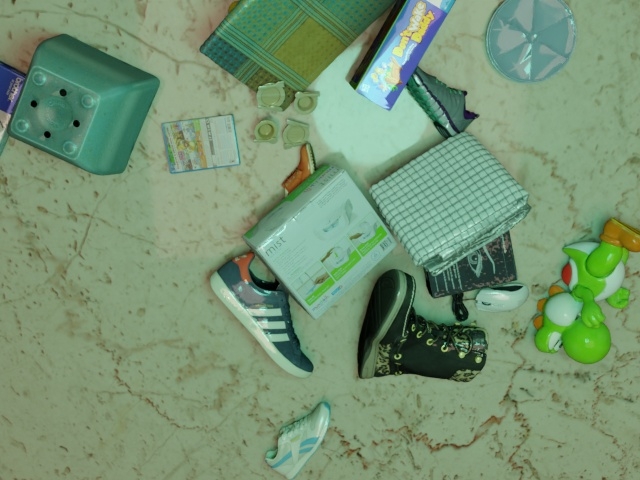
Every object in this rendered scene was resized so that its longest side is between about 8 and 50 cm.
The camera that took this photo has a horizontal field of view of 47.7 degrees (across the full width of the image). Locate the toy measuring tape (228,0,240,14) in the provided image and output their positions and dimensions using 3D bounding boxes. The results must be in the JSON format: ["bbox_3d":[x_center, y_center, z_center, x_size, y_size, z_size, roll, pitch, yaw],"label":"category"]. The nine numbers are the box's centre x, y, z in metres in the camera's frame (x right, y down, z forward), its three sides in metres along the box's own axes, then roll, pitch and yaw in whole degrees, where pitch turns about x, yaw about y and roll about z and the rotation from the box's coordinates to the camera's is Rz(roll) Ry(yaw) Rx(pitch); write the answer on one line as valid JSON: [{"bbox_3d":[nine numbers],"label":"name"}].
[{"bbox_3d":[-0.055,-0.538,1.529,0.330,0.121,0.121,-21,104,23],"label":"toy measuring tape"}]

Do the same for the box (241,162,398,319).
[{"bbox_3d":[0.000,0.000,1.626,0.262,0.127,0.231,-43,115,-8],"label":"box"}]

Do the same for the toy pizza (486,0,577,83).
[{"bbox_3d":[0.470,-0.453,1.618,0.201,0.032,0.201,0,105,1],"label":"toy pizza"}]

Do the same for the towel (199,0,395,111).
[{"bbox_3d":[-0.042,-0.466,1.525,0.370,0.040,0.271,-42,136,17],"label":"towel"}]

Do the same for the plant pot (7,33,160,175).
[{"bbox_3d":[-0.527,-0.280,1.550,0.247,0.252,0.247,25,104,-6],"label":"plant pot"}]

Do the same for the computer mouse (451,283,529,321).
[{"bbox_3d":[0.415,0.146,1.756,0.193,0.042,0.106,-8,123,1],"label":"computer mouse"}]

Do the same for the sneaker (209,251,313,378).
[{"bbox_3d":[-0.104,0.176,1.735,0.148,0.131,0.350,-40,106,-1],"label":"sneaker"}]

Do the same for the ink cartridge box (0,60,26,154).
[{"bbox_3d":[-0.745,-0.301,1.650,0.097,0.046,0.207,27,103,-8],"label":"ink cartridge box"}]

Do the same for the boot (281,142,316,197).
[{"bbox_3d":[-0.050,-0.149,1.685,0.084,0.059,0.158,2,106,5],"label":"boot"}]

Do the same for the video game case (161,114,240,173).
[{"bbox_3d":[-0.278,-0.224,1.686,0.166,0.015,0.119,-7,105,2],"label":"video game case"}]

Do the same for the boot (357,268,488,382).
[{"bbox_3d":[0.248,0.213,1.681,0.284,0.138,0.377,7,136,-5],"label":"boot"}]

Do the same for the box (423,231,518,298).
[{"bbox_3d":[0.342,0.032,1.703,0.207,0.108,0.153,-12,104,3],"label":"box"}]

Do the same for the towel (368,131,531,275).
[{"bbox_3d":[0.284,-0.078,1.604,0.283,0.121,0.235,-33,60,-1],"label":"towel"}]

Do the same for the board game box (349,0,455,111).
[{"bbox_3d":[0.154,-0.394,1.471,0.078,0.347,0.233,29,102,-7],"label":"board game box"}]

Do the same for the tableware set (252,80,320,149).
[{"bbox_3d":[-0.081,-0.279,1.631,0.141,0.020,0.169,1,125,-19],"label":"tableware set"}]

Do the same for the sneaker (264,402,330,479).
[{"bbox_3d":[-0.054,0.501,1.837,0.092,0.087,0.229,33,100,-6],"label":"sneaker"}]

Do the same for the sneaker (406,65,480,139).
[{"bbox_3d":[0.268,-0.330,1.620,0.098,0.083,0.224,-43,122,-1],"label":"sneaker"}]

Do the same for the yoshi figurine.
[{"bbox_3d":[0.655,0.141,1.692,0.203,0.203,0.362,25,106,-13],"label":"yoshi figurine"}]
